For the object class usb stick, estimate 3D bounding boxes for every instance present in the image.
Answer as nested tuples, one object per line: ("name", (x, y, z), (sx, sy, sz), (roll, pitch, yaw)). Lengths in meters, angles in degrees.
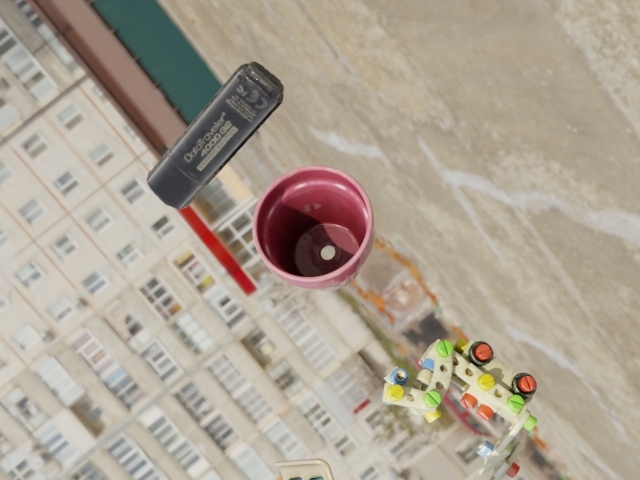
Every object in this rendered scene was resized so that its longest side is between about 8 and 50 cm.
("usb stick", (-0.153, -0.142, 1.271), (0.077, 0.278, 0.045), (41, -144, -9))

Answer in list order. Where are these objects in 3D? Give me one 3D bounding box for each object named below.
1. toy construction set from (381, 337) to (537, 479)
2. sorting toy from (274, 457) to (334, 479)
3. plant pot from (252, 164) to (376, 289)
("toy construction set", (0.284, 0.314, 1.708), (0.327, 0.215, 0.151), (42, 155, -10))
("sorting toy", (-0.010, 0.513, 1.693), (0.193, 0.038, 0.208), (-27, 84, 58))
("plant pot", (0.000, 0.000, 1.515), (0.201, 0.201, 0.180), (49, 174, 22))
